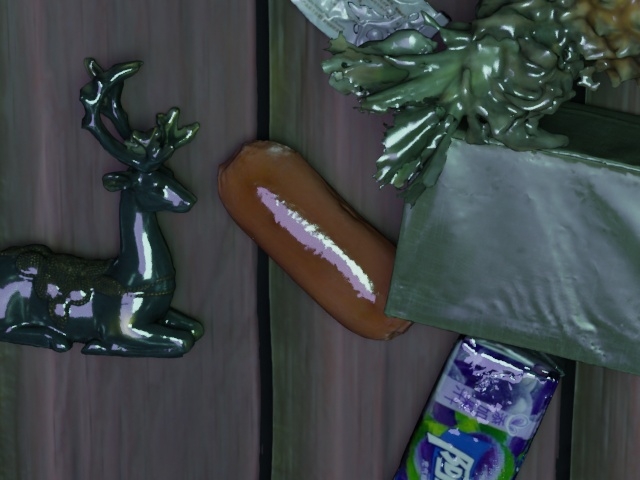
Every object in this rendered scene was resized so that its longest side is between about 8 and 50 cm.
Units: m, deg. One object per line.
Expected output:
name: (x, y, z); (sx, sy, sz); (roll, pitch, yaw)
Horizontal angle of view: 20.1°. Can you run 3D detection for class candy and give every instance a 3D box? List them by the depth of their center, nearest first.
candy: (0.094, 0.212, 1.423); (0.088, 0.061, 0.312); (24, 109, 6)

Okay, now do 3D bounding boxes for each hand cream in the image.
hand cream: (-0.021, -0.227, 1.352); (0.257, 0.050, 0.084); (45, 108, -2)

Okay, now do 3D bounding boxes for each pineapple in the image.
pineapple: (0.177, -0.156, 1.175); (0.361, 0.175, 0.175); (-22, 97, 8)

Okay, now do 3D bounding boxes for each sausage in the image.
sausage: (0.000, 0.000, 1.390); (0.194, 0.077, 0.077); (44, 111, 0)

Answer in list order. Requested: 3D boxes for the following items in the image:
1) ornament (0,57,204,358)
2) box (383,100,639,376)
ornament: (-0.189, -0.033, 1.433); (0.202, 0.080, 0.236); (6, 108, 11)
box: (0.182, -0.011, 1.294); (0.231, 0.155, 0.149); (13, 110, 11)
